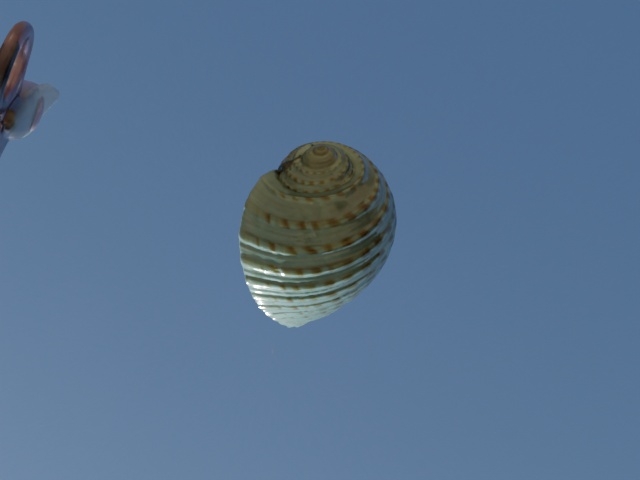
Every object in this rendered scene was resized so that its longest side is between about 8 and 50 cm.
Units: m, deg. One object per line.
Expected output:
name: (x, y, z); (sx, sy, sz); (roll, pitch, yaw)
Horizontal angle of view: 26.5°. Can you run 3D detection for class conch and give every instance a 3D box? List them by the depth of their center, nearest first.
conch: (0.003, -0.001, 0.606); (0.076, 0.056, 0.085); (-36, -63, -36)

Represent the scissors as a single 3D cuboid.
scissors: (-0.136, -0.059, 0.610); (0.022, 0.176, 0.085); (18, -81, -7)
